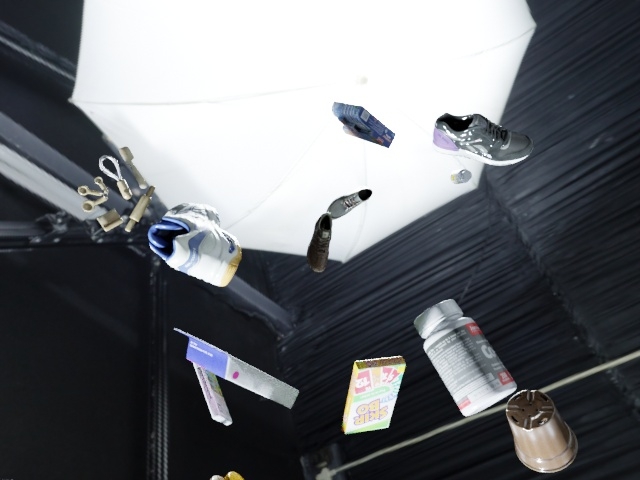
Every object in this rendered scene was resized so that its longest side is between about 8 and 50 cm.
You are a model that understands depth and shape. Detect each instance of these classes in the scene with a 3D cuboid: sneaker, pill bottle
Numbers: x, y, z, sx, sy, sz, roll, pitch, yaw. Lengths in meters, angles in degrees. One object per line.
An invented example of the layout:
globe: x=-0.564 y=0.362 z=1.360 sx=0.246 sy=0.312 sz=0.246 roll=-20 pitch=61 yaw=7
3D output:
sneaker: x=0.458 y=-0.294 z=1.395 sx=0.124 sy=0.283 sz=0.107 roll=73 pitch=-152 yaw=-61
pill bottle: x=0.387 y=0.315 z=1.357 sx=0.161 sy=0.161 sz=0.283 roll=30 pitch=-152 yaw=-59
sneaker: x=-0.255 y=-0.019 z=0.912 sx=0.131 sy=0.112 sz=0.296 roll=21 pitch=-176 yaw=-36
pill bottle: x=0.436 y=-0.198 z=1.527 sx=0.043 sy=0.043 sz=0.083 roll=57 pitch=175 yaw=-7
sneaker: x=0.119 y=-0.164 z=2.117 sx=0.083 sy=0.222 sz=0.118 roll=54 pitch=179 yaw=-8
sneaker: x=0.000 y=0.000 z=1.479 sx=0.071 sy=0.066 sz=0.189 roll=115 pitch=162 yaw=-61

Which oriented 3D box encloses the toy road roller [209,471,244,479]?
toy road roller: x=-0.194 y=0.783 z=1.290 sx=0.329 sy=0.202 sz=0.240 roll=42 pitch=174 yaw=20

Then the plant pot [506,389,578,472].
plant pot: x=0.596 y=0.510 z=1.353 sx=0.165 sy=0.166 sz=0.167 roll=60 pitch=-165 yaw=-26

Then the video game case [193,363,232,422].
video game case: x=-0.333 y=0.455 z=1.514 sx=0.227 sy=0.026 sz=0.206 roll=90 pitch=155 yaw=-65

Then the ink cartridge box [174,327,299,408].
ink cartridge box: x=-0.230 y=0.352 z=1.341 sx=0.371 sy=0.175 sz=0.069 roll=46 pitch=-116 yaw=-42

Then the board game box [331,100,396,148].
board game box: x=0.124 y=-0.395 z=1.678 sx=0.194 sy=0.060 sz=0.194 roll=26 pitch=180 yaw=-41

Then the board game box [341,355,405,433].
board game box: x=0.130 y=0.402 z=1.252 sx=0.039 sy=0.124 sz=0.260 roll=-114 pitch=26 yaw=-52

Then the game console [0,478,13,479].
game console: x=-0.765 y=0.591 z=1.074 sx=0.085 sy=0.124 sz=0.144 roll=86 pitch=-171 yaw=-60

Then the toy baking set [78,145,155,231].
toy baking set: x=-0.614 y=-0.156 z=1.513 sx=0.196 sy=0.256 sz=0.030 roll=34 pitch=163 yaw=-15
